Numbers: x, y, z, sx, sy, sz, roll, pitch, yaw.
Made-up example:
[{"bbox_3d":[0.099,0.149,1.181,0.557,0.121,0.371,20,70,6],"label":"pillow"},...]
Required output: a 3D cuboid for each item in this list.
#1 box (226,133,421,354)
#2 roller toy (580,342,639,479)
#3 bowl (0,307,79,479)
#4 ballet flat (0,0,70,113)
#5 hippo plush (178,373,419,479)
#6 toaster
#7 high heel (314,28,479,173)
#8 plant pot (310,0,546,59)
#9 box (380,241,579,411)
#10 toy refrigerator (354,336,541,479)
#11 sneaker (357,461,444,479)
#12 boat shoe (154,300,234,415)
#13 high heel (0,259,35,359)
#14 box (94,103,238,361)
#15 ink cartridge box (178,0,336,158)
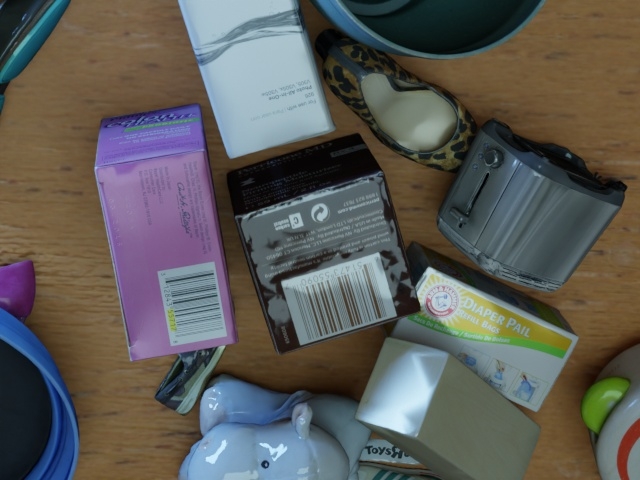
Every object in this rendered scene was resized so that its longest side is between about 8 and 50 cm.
[{"bbox_3d":[0.000,0.000,1.904,0.168,0.203,0.167,-18,107,-1],"label":"box"},{"bbox_3d":[0.416,0.223,2.044,0.191,0.146,0.209,-17,113,8],"label":"roller toy"},{"bbox_3d":[-0.468,0.212,1.931,0.391,0.077,0.391,-3,124,-5],"label":"bowl"},{"bbox_3d":[-0.371,-0.183,1.872,0.096,0.095,0.280,30,101,-1],"label":"ballet flat"},{"bbox_3d":[-0.030,0.277,1.935,0.294,0.236,0.234,-4,99,6],"label":"hippo plush"},{"bbox_3d":[0.237,-0.034,1.943,0.227,0.129,0.146,16,112,-47],"label":"toaster"},{"bbox_3d":[0.103,-0.132,1.885,0.261,0.186,0.093,37,98,-15],"label":"high heel"},{"bbox_3d":[0.084,-0.327,1.800,0.293,0.196,0.293,0,90,-22],"label":"plant pot"},{"bbox_3d":[0.179,0.099,1.999,0.203,0.114,0.103,25,101,-11],"label":"box"},{"bbox_3d":[0.146,0.207,1.954,0.269,0.094,0.102,38,70,-52],"label":"toy refrigerator"},{"bbox_3d":[0.082,0.308,2.068,0.161,0.075,0.057,4,105,-8],"label":"sneaker"},{"bbox_3d":[-0.146,0.134,2.003,0.049,0.056,0.152,21,103,-17],"label":"boat shoe"},{"bbox_3d":[-0.448,0.056,1.943,0.244,0.082,0.117,12,89,-2],"label":"high heel"},{"bbox_3d":[-0.166,-0.015,1.860,0.117,0.243,0.214,-10,106,-4],"label":"box"},{"bbox_3d":[-0.085,-0.253,1.816,0.121,0.211,0.289,-17,107,1],"label":"ink cartridge box"}]
